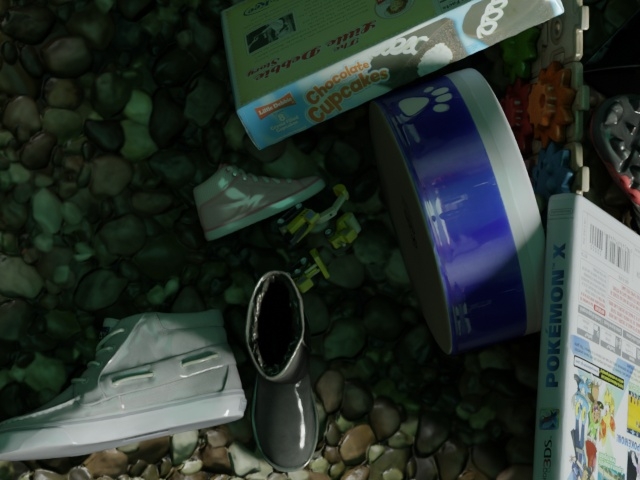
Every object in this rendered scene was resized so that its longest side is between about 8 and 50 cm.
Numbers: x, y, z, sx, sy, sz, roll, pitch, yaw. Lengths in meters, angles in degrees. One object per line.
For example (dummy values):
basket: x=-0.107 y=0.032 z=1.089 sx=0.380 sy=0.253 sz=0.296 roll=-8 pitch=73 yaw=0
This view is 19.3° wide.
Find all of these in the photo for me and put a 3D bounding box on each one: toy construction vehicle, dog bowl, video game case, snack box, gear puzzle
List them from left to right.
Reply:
toy construction vehicle: x=0.000 y=0.000 z=1.902 sx=0.098 sy=0.035 sz=0.086 roll=-39 pitch=130 yaw=-15
snack box: x=0.062 y=-0.222 z=1.839 sx=0.322 sy=0.187 sz=0.060 roll=-24 pitch=127 yaw=9
dog bowl: x=0.134 y=-0.027 z=1.821 sx=0.104 sy=0.265 sz=0.265 roll=-16 pitch=86 yaw=-4
gear puzzle: x=0.212 y=-0.176 z=1.889 sx=0.044 sy=0.175 sz=0.339 roll=3 pitch=83 yaw=-18
video game case: x=0.288 y=0.142 z=1.793 sx=0.036 sy=0.329 sz=0.300 roll=-4 pitch=73 yaw=30

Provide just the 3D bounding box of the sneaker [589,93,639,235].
sneaker: x=0.343 y=-0.051 z=1.868 sx=0.276 sy=0.135 sz=0.097 roll=37 pitch=76 yaw=-31

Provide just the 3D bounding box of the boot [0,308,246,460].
boot: x=-0.209 y=0.140 z=1.869 sx=0.258 sy=0.095 sz=0.123 roll=-10 pitch=78 yaw=-14

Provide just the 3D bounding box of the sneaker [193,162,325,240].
sneaker: x=-0.066 y=-0.055 z=1.912 sx=0.134 sy=0.051 sz=0.070 roll=-22 pitch=92 yaw=-3

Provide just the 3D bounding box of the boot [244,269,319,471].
boot: x=-0.036 y=0.130 z=1.816 sx=0.076 sy=0.208 sz=0.189 roll=-5 pitch=84 yaw=-5

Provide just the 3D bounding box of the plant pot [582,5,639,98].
plant pot: x=0.410 y=-0.180 z=1.912 sx=0.187 sy=0.188 sz=0.167 roll=-46 pitch=101 yaw=-8
